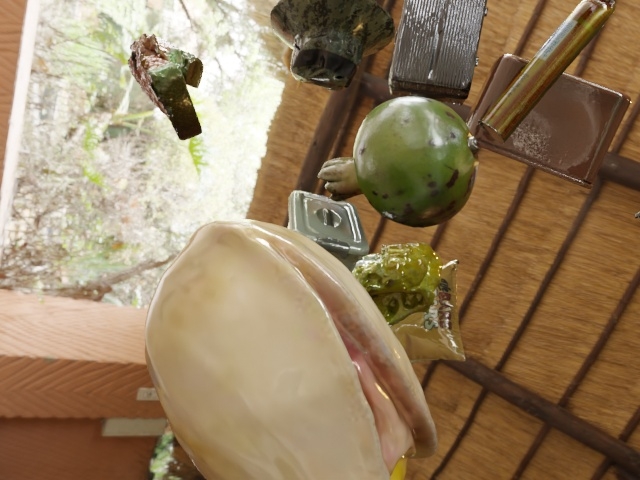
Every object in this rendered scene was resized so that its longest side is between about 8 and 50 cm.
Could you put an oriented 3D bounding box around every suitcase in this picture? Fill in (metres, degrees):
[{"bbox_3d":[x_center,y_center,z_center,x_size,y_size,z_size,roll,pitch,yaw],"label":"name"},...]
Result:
[{"bbox_3d":[0.321,-0.559,1.330,0.152,0.230,0.334,27,74,-82],"label":"suitcase"}]

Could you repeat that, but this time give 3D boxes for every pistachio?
[{"bbox_3d":[-0.027,0.120,0.455,0.308,0.230,0.230,53,-36,1],"label":"pistachio"}]

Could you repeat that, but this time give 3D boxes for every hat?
[{"bbox_3d":[0.012,-0.365,0.955,0.265,0.266,0.128,6,-96,64],"label":"hat"}]

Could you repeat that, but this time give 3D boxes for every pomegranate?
[{"bbox_3d":[0.117,-0.111,0.744,0.248,0.202,0.202,-10,-111,29],"label":"pomegranate"}]

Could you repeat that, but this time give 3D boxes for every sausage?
[{"bbox_3d":[0.490,-0.381,1.048,0.371,0.082,0.082,-52,-147,13],"label":"sausage"}]

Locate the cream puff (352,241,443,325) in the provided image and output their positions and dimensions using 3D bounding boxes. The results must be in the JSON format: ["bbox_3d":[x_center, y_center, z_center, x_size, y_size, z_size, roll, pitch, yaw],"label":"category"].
[{"bbox_3d":[0.144,0.107,1.114,0.282,0.282,0.185,-15,-100,62],"label":"cream puff"}]

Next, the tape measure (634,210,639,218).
[{"bbox_3d":[0.685,-0.060,0.868,0.182,0.181,0.107,61,15,-80],"label":"tape measure"}]

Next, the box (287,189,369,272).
[{"bbox_3d":[0.000,0.000,0.792,0.172,0.124,0.092,-97,-158,-60],"label":"box"}]

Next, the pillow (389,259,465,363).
[{"bbox_3d":[0.239,0.209,1.343,0.313,0.119,0.310,-14,-137,24],"label":"pillow"}]

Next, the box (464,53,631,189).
[{"bbox_3d":[0.557,-0.307,1.245,0.239,0.340,0.229,-48,159,-70],"label":"box"}]

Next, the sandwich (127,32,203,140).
[{"bbox_3d":[-0.377,-0.421,1.237,0.301,0.162,0.250,52,-15,24],"label":"sandwich"}]
